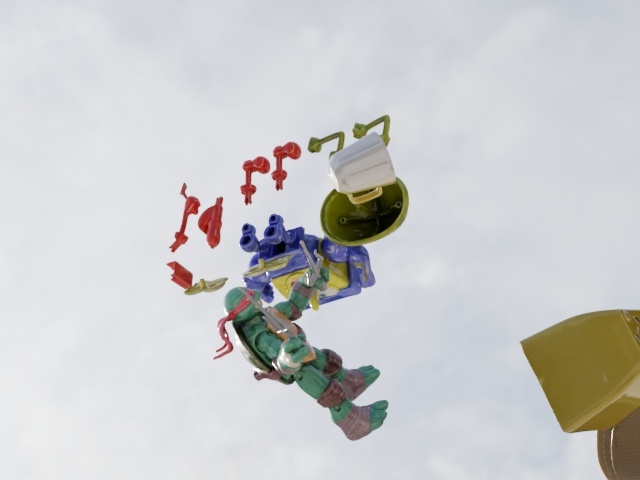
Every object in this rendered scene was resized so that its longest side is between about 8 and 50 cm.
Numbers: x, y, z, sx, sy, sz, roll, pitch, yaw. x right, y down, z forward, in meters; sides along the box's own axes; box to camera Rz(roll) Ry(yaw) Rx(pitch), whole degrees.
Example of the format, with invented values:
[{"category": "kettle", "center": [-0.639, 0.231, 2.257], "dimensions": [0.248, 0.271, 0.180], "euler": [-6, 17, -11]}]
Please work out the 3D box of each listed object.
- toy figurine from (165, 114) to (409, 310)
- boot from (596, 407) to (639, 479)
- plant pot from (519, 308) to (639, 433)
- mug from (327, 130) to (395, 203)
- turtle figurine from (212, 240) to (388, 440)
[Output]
[{"category": "toy figurine", "center": [0.000, 0.000, 2.058], "dimensions": [0.362, 0.191, 0.217], "euler": [-20, -37, 25]}, {"category": "boot", "center": [0.372, 0.176, 1.498], "dimensions": [0.220, 0.109, 0.283], "euler": [-54, -53, -40]}, {"category": "plant pot", "center": [0.222, 0.093, 1.188], "dimensions": [0.083, 0.081, 0.081], "euler": [-38, -24, 30]}, {"category": "mug", "center": [0.045, -0.075, 1.705], "dimensions": [0.064, 0.062, 0.078], "euler": [-22, -74, -9]}, {"category": "turtle figurine", "center": [-0.025, 0.102, 1.602], "dimensions": [0.118, 0.175, 0.234], "euler": [-28, -60, 28]}]
